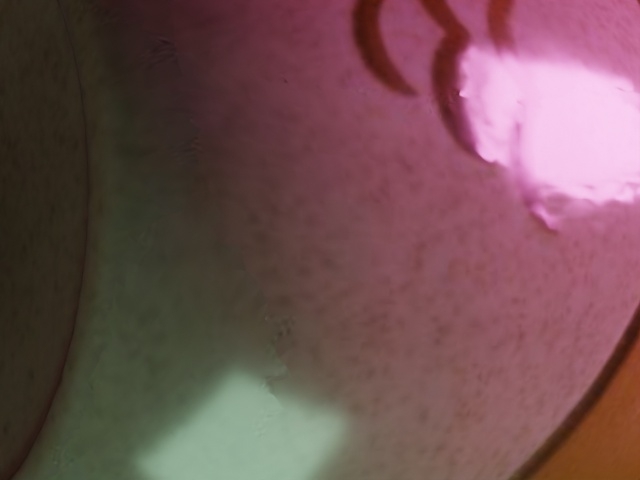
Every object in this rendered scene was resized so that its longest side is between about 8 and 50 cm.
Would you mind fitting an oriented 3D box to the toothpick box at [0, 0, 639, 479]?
[{"bbox_3d":[0.000,0.000,0.760,0.425,0.408,0.409,3,148,-38],"label":"toothpick box"}]
